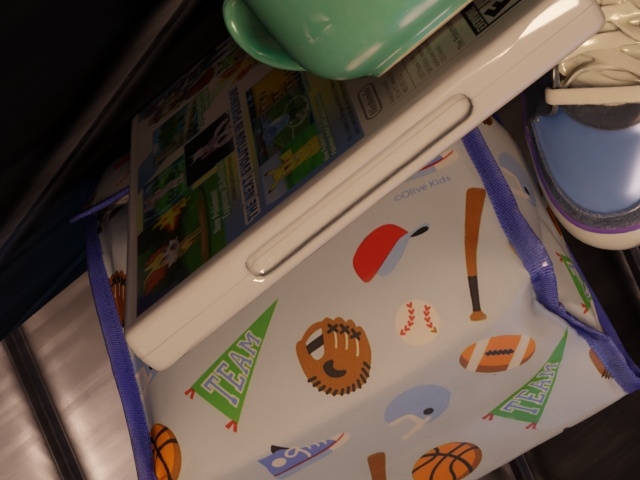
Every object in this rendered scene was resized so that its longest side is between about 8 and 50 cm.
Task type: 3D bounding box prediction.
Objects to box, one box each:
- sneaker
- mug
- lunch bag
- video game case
[{"bbox_3d":[0.179,-0.176,0.907,0.130,0.323,0.236,4,167,20],"label":"sneaker"},{"bbox_3d":[0.024,-0.141,0.726,0.129,0.097,0.158,-40,-178,-10],"label":"mug"},{"bbox_3d":[0.000,0.000,1.073,0.327,0.239,0.386,-30,-133,12],"label":"lunch bag"},{"bbox_3d":[0.002,-0.097,0.868,0.300,0.036,0.329,-38,-156,12],"label":"video game case"}]
